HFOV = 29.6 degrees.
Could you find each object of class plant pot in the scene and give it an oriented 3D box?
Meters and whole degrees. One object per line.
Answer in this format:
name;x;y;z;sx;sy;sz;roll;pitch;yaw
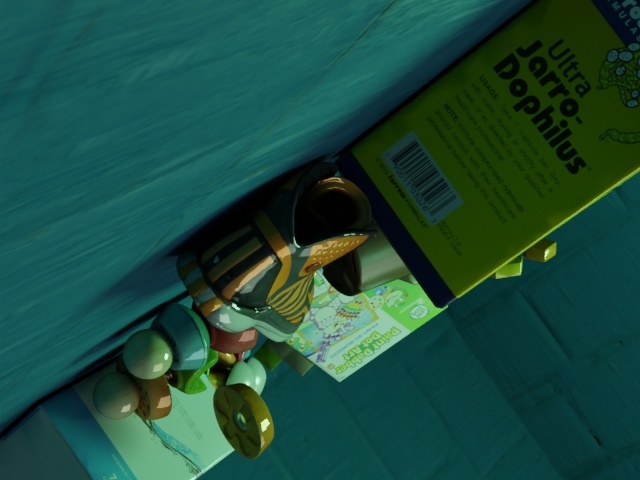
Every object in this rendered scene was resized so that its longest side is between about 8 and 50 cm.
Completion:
plant pot;0.080;-0.020;1.482;0.165;0.167;0.167;-24;171;-24

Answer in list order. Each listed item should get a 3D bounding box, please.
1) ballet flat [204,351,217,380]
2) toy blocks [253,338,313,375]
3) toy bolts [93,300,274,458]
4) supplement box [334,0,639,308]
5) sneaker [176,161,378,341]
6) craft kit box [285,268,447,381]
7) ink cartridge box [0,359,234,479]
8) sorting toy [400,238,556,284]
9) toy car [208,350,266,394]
ballet flat;-0.193;0.182;1.780;0.077;0.077;0.231;-33;138;-62
toy blocks;0.057;0.087;2.328;0.381;0.190;0.261;-48;180;41
toy bolts;-0.171;0.179;1.501;0.158;0.218;0.228;-24;150;-34
supplement box;0.228;-0.116;1.269;0.356;0.195;0.194;-38;175;21
sneaker;-0.016;0.013;1.272;0.180;0.125;0.321;-35;175;10
craft kit box;0.048;0.105;2.072;0.250;0.061;0.246;-37;131;18
ink cartridge box;-0.283;0.288;1.668;0.198;0.197;0.270;-39;174;38
sorting toy;0.146;0.006;1.640;0.307;0.041;0.229;20;-146;37
toy car;-0.164;0.179;1.914;0.182;0.159;0.136;12;95;-80
